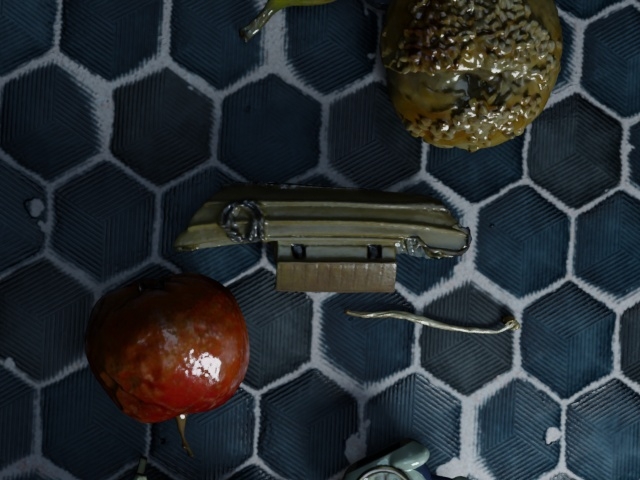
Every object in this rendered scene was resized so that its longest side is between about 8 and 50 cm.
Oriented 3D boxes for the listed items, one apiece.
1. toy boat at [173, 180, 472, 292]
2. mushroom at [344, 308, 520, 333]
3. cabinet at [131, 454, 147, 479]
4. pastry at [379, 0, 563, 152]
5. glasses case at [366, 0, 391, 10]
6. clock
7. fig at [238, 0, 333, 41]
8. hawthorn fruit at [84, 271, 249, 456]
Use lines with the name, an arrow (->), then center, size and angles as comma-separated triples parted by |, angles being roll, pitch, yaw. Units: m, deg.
toy boat -> 0.000, 0.000, 1.824 | 0.445, 0.136, 0.162 | 3, 85, -4
mushroom -> 0.178, 0.129, 1.895 | 0.286, 0.026, 0.028 | 3, 73, -7
cabinet -> -0.176, 0.508, 1.733 | 0.290, 0.227, 0.318 | 16, 87, -7
pastry -> 0.232, -0.281, 1.791 | 0.284, 0.184, 0.316 | -4, 110, -8
glasses case -> 0.199, -0.401, 1.881 | 0.282, 0.067, 0.109 | 8, 94, -10
clock -> 0.150, 0.430, 1.825 | 0.199, 0.146, 0.243 | -28, 89, -3
fig -> -0.046, -0.412, 1.816 | 0.230, 0.160, 0.143 | -23, 131, 7
hawthorn fruit -> -0.214, 0.183, 1.738 | 0.242, 0.242, 0.272 | -13, 102, -8
